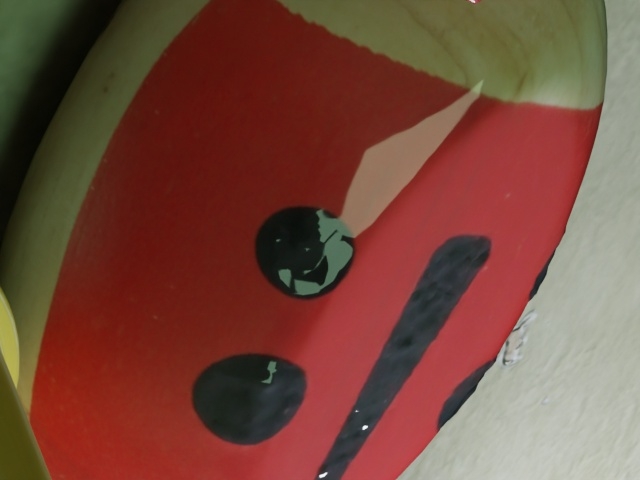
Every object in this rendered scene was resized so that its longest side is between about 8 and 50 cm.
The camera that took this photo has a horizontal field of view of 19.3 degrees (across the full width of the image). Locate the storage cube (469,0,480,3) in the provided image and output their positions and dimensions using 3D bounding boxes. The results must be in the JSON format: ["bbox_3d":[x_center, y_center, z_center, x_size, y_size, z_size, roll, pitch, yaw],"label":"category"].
[{"bbox_3d":[0.034,-0.241,0.710,0.215,0.193,0.183,-45,144,-1],"label":"storage cube"}]

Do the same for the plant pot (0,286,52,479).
[{"bbox_3d":[-0.216,0.113,0.781,0.254,0.239,0.254,-26,139,-24],"label":"plant pot"}]

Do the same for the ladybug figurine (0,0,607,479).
[{"bbox_3d":[0.000,0.000,0.942,0.305,0.162,0.449,0,126,-44],"label":"ladybug figurine"}]
